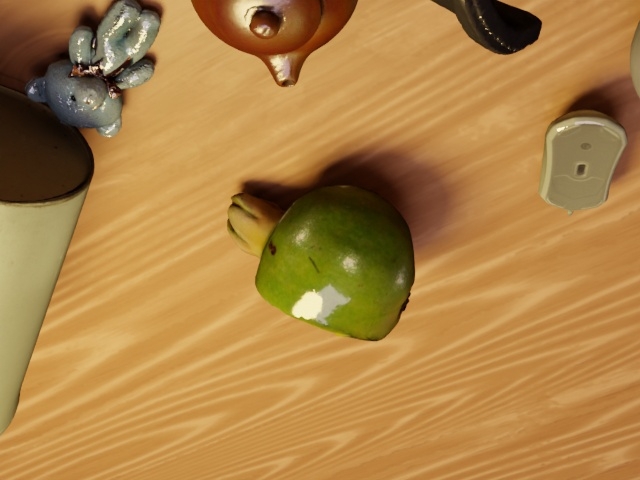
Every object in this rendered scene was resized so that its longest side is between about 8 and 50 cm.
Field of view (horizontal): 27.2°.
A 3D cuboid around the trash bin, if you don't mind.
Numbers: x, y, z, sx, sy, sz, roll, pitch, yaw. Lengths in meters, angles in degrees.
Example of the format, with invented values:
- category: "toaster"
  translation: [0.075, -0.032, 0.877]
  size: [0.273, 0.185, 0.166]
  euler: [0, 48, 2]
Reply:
- category: "trash bin"
  translation: [-0.446, 0.051, 1.540]
  size: [0.280, 0.280, 0.432]
  euler: [20, 121, -14]

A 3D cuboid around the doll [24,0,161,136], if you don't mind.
- category: "doll"
  translation: [-0.240, -0.184, 1.457]
  size: [0.120, 0.075, 0.180]
  euler: [28, 134, -25]

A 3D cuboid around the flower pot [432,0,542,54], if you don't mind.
- category: "flower pot"
  translation: [0.075, -0.361, 1.071]
  size: [0.251, 0.379, 0.379]
  euler: [15, 141, 24]

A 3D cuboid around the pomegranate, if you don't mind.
- category: "pomegranate"
  translation: [0.013, 0.004, 1.582]
  size: [0.190, 0.241, 0.159]
  euler: [12, 105, -37]

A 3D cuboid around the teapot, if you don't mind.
- category: "teapot"
  translation: [-0.052, -0.264, 1.308]
  size: [0.178, 0.135, 0.252]
  euler: [-6, 136, 8]

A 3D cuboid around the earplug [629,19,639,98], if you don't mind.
- category: "earplug"
  translation: [0.430, -0.233, 1.267]
  size: [0.214, 0.175, 0.325]
  euler: [27, 124, -14]

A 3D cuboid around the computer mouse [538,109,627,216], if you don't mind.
- category: "computer mouse"
  translation: [0.296, -0.094, 1.498]
  size: [0.089, 0.056, 0.182]
  euler: [7, 144, 7]
